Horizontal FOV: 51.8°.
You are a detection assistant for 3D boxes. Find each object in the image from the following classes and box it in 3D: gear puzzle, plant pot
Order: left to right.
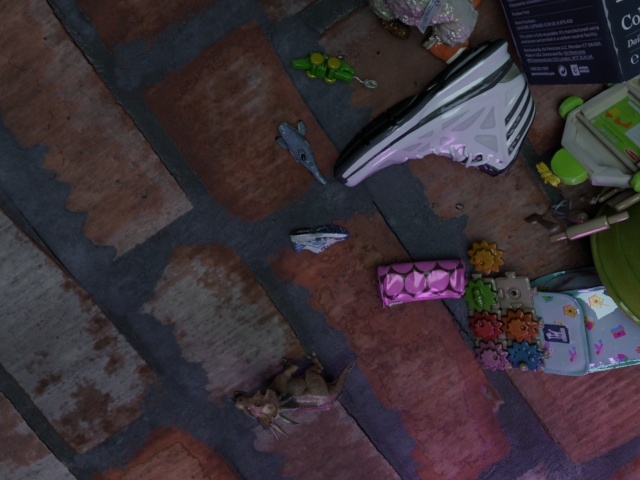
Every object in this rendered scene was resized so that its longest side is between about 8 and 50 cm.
[{"bbox_3d":[0.415,0.157,1.525,0.175,0.044,0.339,-6,107,33],"label":"gear puzzle"},{"bbox_3d":[0.802,-0.016,1.299,0.366,0.353,0.366,8,62,-16],"label":"plant pot"}]

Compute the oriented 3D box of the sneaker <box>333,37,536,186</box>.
[{"bbox_3d":[0.262,-0.196,1.409,0.447,0.169,0.257,-35,108,11],"label":"sneaker"}]

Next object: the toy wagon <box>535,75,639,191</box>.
[{"bbox_3d":[0.617,-0.215,1.387,0.344,0.267,0.068,-33,143,7],"label":"toy wagon"}]

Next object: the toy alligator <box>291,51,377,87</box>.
[{"bbox_3d":[0.033,-0.371,1.417,0.190,0.056,0.051,13,63,-5],"label":"toy alligator"}]

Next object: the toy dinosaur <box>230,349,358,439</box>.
[{"bbox_3d":[-0.043,0.359,1.518,0.296,0.200,0.127,-12,104,0],"label":"toy dinosaur"}]

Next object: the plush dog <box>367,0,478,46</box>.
[{"bbox_3d":[0.166,-0.507,1.303,0.211,0.225,0.262,-18,111,-27],"label":"plush dog"}]

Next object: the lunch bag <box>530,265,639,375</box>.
[{"bbox_3d":[0.612,0.184,1.526,0.262,0.160,0.223,-12,106,11],"label":"lunch bag"}]

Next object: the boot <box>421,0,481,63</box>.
[{"bbox_3d":[0.297,-0.453,1.405,0.085,0.059,0.158,37,108,-14],"label":"boot"}]

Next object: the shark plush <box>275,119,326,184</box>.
[{"bbox_3d":[-0.046,-0.187,1.449,0.073,0.067,0.161,-23,104,3],"label":"shark plush"}]

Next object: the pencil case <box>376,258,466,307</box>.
[{"bbox_3d":[0.233,0.097,1.521,0.209,0.095,0.098,-7,69,1],"label":"pencil case"}]

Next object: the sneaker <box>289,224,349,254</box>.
[{"bbox_3d":[0.000,0.000,1.513,0.135,0.052,0.058,-4,114,6],"label":"sneaker"}]

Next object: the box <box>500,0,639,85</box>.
[{"bbox_3d":[0.567,-0.595,1.184,0.480,0.297,0.471,-30,108,-9],"label":"box"}]

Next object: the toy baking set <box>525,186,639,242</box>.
[{"bbox_3d":[0.564,-0.057,1.424,0.256,0.197,0.030,-24,106,31],"label":"toy baking set"}]
